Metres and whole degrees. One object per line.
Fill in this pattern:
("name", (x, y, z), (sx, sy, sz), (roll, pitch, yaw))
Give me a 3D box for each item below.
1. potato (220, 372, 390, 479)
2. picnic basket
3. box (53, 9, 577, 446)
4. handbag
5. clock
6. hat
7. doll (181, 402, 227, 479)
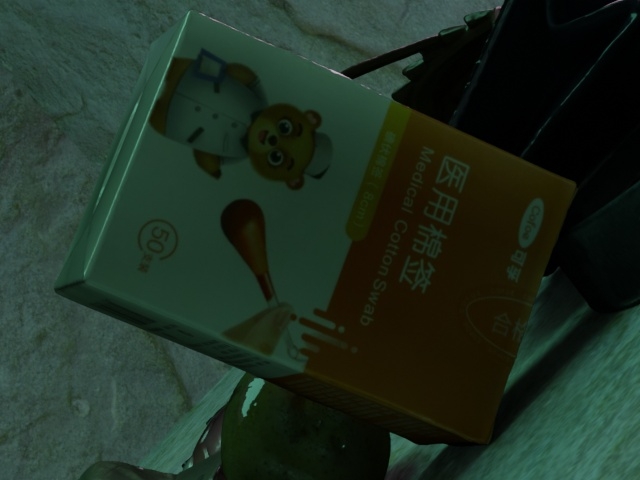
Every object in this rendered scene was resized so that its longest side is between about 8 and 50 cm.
("potato", (-0.018, 0.177, 1.473), (0.157, 0.157, 0.194), (-43, -8, -23))
("picnic basket", (0.182, -0.112, 1.881), (0.321, 0.254, 0.291), (-25, -7, -28))
("box", (0.000, 0.000, 1.331), (0.225, 0.341, 0.143), (-69, 16, -10))
("handbag", (0.208, -0.102, 1.587), (0.329, 0.122, 0.303), (-57, -22, 15))
("clock", (0.336, -0.097, 1.391), (0.386, 0.076, 0.386), (-42, 2, 2))
("hat", (-0.218, 0.308, 2.038), (0.244, 0.149, 0.214), (-56, 11, 45))
("doll", (-0.099, 0.248, 2.210), (0.211, 0.093, 0.262), (-51, 2, 40))
